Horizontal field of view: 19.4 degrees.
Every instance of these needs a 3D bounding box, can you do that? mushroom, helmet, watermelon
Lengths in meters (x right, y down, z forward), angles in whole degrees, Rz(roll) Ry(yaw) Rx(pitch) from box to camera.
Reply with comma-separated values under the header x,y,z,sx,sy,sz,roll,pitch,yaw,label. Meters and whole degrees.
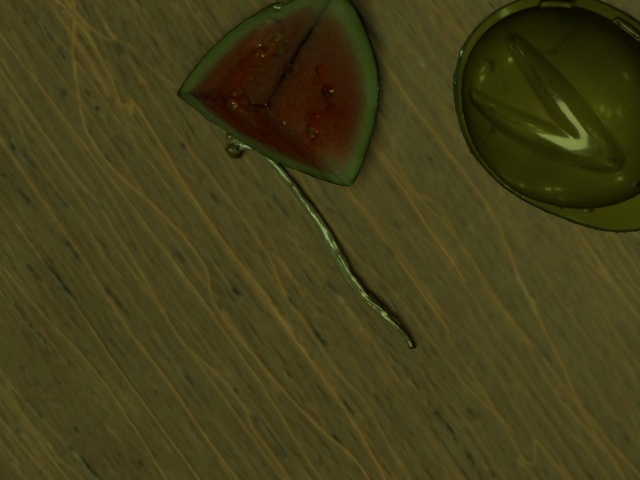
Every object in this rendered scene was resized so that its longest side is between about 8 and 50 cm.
x,y,z,sx,sy,sz,roll,pitch,yaw,label
0.004,-0.003,1.864,0.286,0.026,0.028,47,125,-2,mushroom
0.230,-0.110,1.723,0.257,0.140,0.205,37,109,6,helmet
-0.041,-0.147,1.808,0.145,0.137,0.193,10,108,48,watermelon
